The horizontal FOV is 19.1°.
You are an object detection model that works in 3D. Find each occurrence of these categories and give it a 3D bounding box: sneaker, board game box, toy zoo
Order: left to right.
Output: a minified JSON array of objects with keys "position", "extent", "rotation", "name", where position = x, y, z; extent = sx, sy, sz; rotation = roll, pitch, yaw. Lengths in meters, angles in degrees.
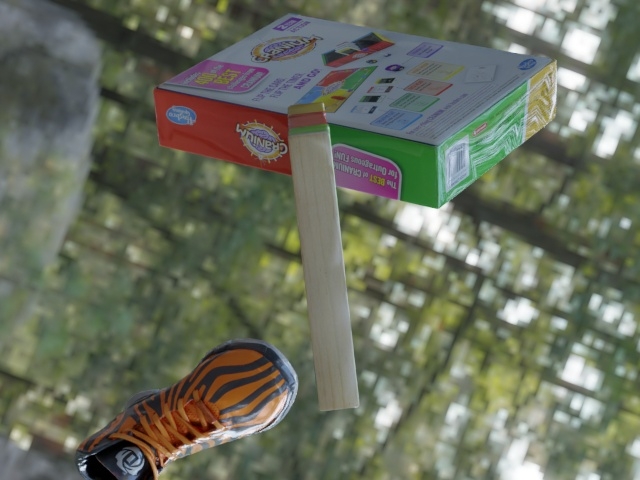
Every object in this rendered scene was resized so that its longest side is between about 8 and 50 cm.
[{"position":[-0.171,0.236,2.300],"extent":[0.321,0.125,0.180],"rotation":[-32,-174,40],"name":"sneaker"},{"position":[0.000,0.000,1.421],"extent":[0.293,0.030,0.192],"rotation":[-97,-179,-80],"name":"toy zoo"},{"position":[0.036,-0.134,1.854],"extent":[0.242,0.316,0.064],"rotation":[-36,131,-48],"name":"board game box"}]
